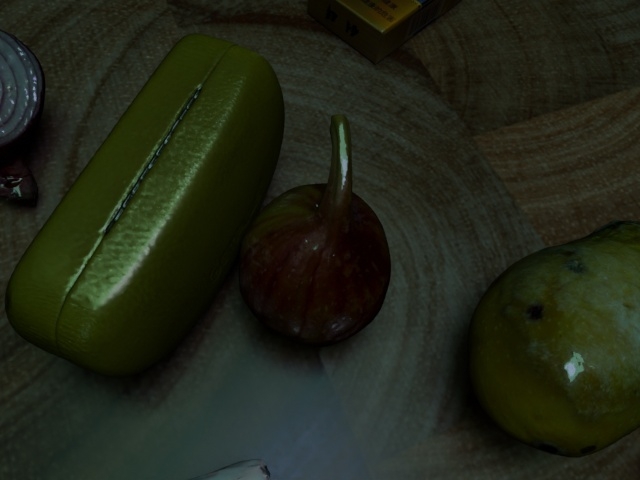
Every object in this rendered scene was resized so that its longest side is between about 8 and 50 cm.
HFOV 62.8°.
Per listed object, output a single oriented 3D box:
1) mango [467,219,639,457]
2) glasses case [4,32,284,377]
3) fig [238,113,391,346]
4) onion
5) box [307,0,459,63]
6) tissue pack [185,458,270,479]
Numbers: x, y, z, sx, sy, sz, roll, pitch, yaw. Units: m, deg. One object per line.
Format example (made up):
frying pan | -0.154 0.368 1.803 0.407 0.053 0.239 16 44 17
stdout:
mango | 0.285 0.091 0.555 0.329 0.175 0.177 -18 97 -37
glasses case | -0.147 -0.037 0.553 0.141 0.173 0.372 21 64 6
fig | 0.000 0.008 0.530 0.174 0.207 0.175 7 61 -12
onion | -0.405 -0.129 0.600 0.218 0.139 0.195 60 40 -22
box | 0.113 -0.401 0.838 0.152 0.070 0.237 41 64 15
tissue pack | -0.148 0.309 0.402 0.270 0.124 0.202 -12 68 -14
